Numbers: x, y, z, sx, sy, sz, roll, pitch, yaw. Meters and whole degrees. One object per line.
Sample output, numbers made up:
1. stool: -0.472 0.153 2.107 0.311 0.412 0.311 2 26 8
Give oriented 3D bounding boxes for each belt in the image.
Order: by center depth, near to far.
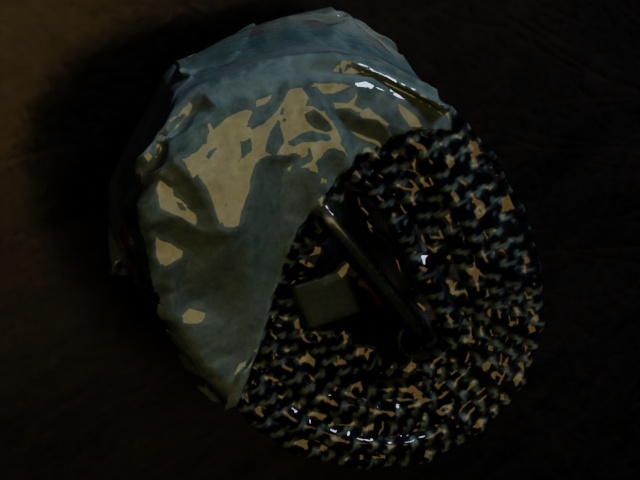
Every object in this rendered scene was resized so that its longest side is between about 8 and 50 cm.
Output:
1. belt: 0.000 0.000 1.017 0.207 0.150 0.257 -40 113 -2
